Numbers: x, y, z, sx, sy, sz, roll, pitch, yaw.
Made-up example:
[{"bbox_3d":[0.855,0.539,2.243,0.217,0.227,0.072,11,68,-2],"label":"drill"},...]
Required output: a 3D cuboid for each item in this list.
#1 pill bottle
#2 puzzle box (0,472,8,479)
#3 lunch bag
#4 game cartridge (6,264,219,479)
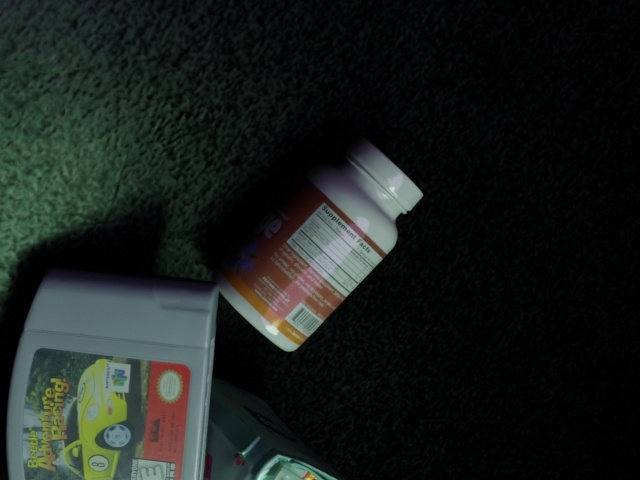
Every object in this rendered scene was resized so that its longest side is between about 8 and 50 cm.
[{"bbox_3d":[0.000,0.000,1.327,0.216,0.121,0.121,-47,128,0],"label":"pill bottle"},{"bbox_3d":[-0.436,0.362,1.306,0.409,0.052,0.272,7,114,-37],"label":"puzzle box"},{"bbox_3d":[-0.073,0.273,1.372,0.160,0.223,0.262,-26,124,-22],"label":"lunch bag"},{"bbox_3d":[-0.209,0.176,1.267,0.196,0.060,0.294,6,98,6],"label":"game cartridge"}]
